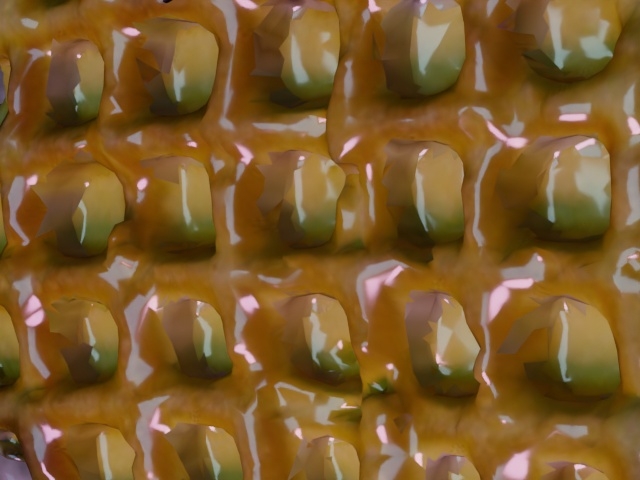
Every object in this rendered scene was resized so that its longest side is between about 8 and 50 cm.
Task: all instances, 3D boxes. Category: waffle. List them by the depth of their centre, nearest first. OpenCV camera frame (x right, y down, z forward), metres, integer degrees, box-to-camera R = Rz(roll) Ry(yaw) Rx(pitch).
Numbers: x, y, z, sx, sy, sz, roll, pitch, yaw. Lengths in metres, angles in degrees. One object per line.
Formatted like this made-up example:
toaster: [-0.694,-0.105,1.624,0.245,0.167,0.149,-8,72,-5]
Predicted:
waffle: [0.005,-0.009,0.479,0.329,0.062,0.329,3,95,35]

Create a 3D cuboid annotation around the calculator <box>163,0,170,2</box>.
calculator: [0.004,-0.202,0.429,0.262,0.021,0.161,-48,59,19]
